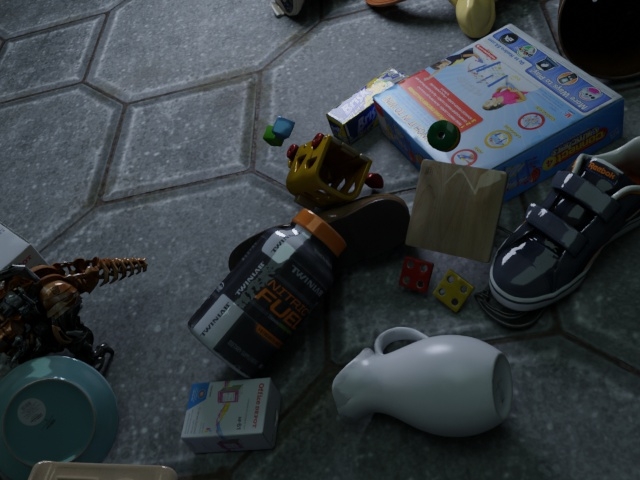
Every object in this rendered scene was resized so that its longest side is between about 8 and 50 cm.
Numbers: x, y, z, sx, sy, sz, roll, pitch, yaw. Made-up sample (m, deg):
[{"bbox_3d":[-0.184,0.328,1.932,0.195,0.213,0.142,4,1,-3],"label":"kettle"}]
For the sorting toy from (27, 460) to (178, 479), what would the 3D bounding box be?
[{"bbox_3d":[-0.296,0.375,0.923,0.208,0.038,0.193,-1,49,14],"label":"sorting toy"}]

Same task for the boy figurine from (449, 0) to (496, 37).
[{"bbox_3d":[0.336,-0.536,1.541,0.177,0.092,0.285,-5,49,16],"label":"boy figurine"}]

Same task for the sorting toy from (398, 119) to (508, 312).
[{"bbox_3d":[0.204,-0.035,1.094,0.132,0.046,0.274,13,93,30],"label":"sorting toy"}]

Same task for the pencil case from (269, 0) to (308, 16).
[{"bbox_3d":[0.043,-0.697,1.745,0.410,0.183,0.160,-37,64,-12],"label":"pencil case"}]

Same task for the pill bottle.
[{"bbox_3d":[-0.070,0.071,1.079,0.130,0.130,0.246,34,82,40],"label":"pill bottle"}]

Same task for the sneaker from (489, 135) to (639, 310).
[{"bbox_3d":[0.362,-0.036,1.039,0.321,0.127,0.126,-37,52,-17],"label":"sneaker"}]

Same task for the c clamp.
[{"bbox_3d":[0.282,0.056,1.075,0.137,0.022,0.161,23,59,29],"label":"c clamp"}]

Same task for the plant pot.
[{"bbox_3d":[0.521,-0.433,1.319,0.215,0.215,0.230,-8,32,14],"label":"plant pot"}]

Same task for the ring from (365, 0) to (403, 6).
[{"bbox_3d":[0.236,-0.640,1.637,0.336,0.032,0.336,-28,33,21],"label":"ring"}]

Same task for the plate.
[{"bbox_3d":[-0.386,0.260,1.052,0.188,0.024,0.188,1,84,-10],"label":"plate"}]

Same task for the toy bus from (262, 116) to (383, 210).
[{"bbox_3d":[-0.006,-0.105,1.241,0.191,0.202,0.104,16,74,22],"label":"toy bus"}]

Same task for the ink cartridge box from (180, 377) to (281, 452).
[{"bbox_3d":[-0.123,0.245,1.031,0.122,0.052,0.088,-7,48,13],"label":"ink cartridge box"}]

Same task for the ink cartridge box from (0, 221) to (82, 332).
[{"bbox_3d":[-0.523,0.079,1.246,0.127,0.176,0.128,24,62,36],"label":"ink cartridge box"}]

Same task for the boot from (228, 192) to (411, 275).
[{"bbox_3d":[0.000,0.000,1.199,0.305,0.112,0.115,-18,16,10],"label":"boot"}]

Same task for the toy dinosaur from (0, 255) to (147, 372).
[{"bbox_3d":[-0.412,0.116,1.124,0.322,0.218,0.164,-15,37,-15],"label":"toy dinosaur"}]

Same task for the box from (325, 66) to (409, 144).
[{"bbox_3d":[0.095,-0.258,1.404,0.169,0.054,0.059,-38,47,-14],"label":"box"}]

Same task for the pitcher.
[{"bbox_3d":[0.143,0.171,0.963,0.207,0.125,0.178,-5,32,31],"label":"pitcher"}]

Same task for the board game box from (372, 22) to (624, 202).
[{"bbox_3d":[0.294,-0.215,1.267,0.302,0.086,0.308,-29,46,-6],"label":"board game box"}]
